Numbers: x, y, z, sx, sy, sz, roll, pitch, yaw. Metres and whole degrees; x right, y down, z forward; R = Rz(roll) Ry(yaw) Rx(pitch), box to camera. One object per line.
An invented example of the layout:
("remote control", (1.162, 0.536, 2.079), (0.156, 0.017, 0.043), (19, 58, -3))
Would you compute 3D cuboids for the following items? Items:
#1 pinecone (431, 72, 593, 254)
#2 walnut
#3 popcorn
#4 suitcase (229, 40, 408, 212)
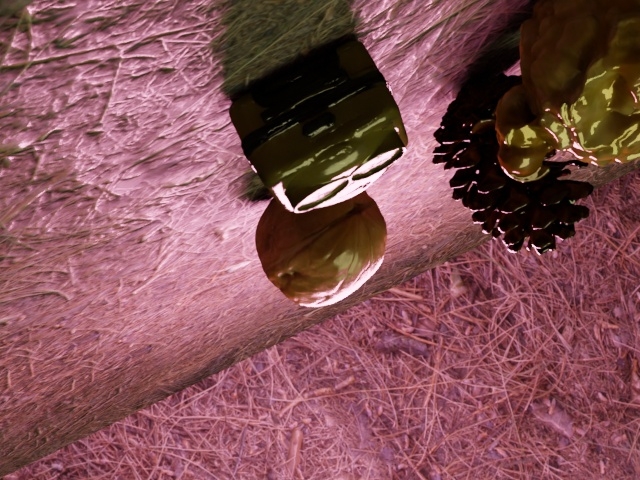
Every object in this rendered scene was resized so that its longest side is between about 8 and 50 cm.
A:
("pinecone", (0.302, -0.114, 2.071), (0.246, 0.292, 0.246), (-25, -163, 8))
("walnut", (0.000, 0.000, 2.131), (0.193, 0.193, 0.225), (-19, 159, -37))
("popcorn", (0.362, -0.209, 1.829), (0.265, 0.225, 0.332), (20, 124, -34))
("suitcase", (0.007, -0.126, 1.685), (0.194, 0.143, 0.235), (-28, 169, 2))
